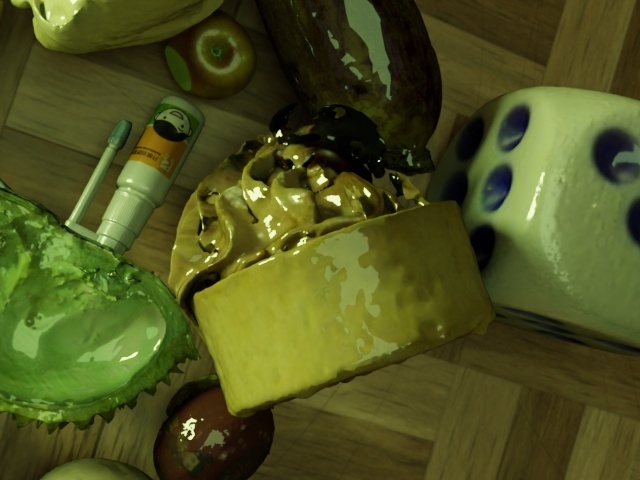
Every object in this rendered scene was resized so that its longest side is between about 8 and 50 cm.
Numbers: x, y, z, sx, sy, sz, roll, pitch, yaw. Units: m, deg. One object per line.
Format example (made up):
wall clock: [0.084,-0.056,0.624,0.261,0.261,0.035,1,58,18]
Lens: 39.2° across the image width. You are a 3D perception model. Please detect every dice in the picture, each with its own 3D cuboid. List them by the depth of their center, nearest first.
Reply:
dice: [0.321,-0.015,1.138,0.304,0.304,0.277,17,86,-17]

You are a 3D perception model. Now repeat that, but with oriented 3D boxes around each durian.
durian: [-0.318,0.075,0.963,0.198,0.163,0.394,-39,116,22]

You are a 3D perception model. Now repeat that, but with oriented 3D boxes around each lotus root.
lotus root: [0.032,-0.253,1.091,0.179,0.196,0.398,-23,99,12]

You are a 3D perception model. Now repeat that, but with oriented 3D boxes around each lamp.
lamp: [-0.135,0.235,1.091,0.135,0.156,0.157,43,37,23]

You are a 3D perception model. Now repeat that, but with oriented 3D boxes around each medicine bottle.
medicine bottle: [-0.222,-0.075,1.064,0.092,0.061,0.221,31,70,-19]

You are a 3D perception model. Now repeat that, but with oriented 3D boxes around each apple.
apple: [-0.130,-0.228,1.088,0.099,0.102,0.114,-26,113,-21]

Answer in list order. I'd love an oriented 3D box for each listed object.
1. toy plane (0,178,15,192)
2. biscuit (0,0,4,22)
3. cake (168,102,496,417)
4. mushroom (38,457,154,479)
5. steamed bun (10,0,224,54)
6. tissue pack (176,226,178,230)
toy plane: [-0.378,-0.027,1.031,0.267,0.088,0.212,27,84,-25]
biscuit: [-0.464,-0.269,0.966,0.259,0.079,0.259,0,87,-2]
cake: [-0.003,0.000,0.995,0.332,0.332,0.321,-19,81,-17]
mushroom: [-0.254,0.368,1.033,0.206,0.206,0.209,4,113,-18]
steamed bun: [-0.193,-0.377,0.974,0.230,0.324,0.373,11,74,-57]
tissue pack: [-0.142,0.016,1.125,0.062,0.042,0.083,-12,94,-19]
